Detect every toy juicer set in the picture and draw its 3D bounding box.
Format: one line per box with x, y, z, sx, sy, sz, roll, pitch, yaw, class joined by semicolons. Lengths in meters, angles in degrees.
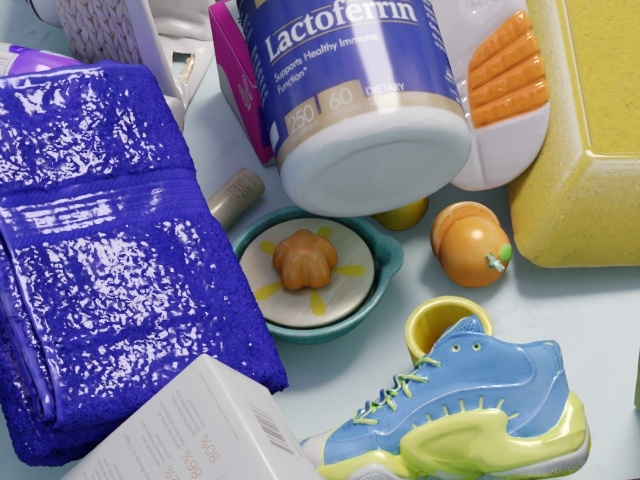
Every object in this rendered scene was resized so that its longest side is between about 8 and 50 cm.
0.000;0.000;1.570;0.329;0.089;0.209;12;54;15;toy juicer set

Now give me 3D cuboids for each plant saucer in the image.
0.318;-0.134;1.634;0.333;0.081;0.333;-1;51;-3;plant saucer

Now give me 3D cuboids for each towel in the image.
-0.174;0.005;1.465;0.227;0.076;0.308;-15;68;-26;towel

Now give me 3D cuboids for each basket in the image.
-0.166;-0.209;1.708;0.103;0.167;0.113;8;52;20;basket

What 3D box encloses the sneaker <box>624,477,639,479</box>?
0.246;0.268;1.326;0.162;0.106;0.281;-12;51;-9;sneaker

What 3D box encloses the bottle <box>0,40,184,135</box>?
-0.259;-0.123;1.674;0.283;0.118;0.092;15;89;17;bottle

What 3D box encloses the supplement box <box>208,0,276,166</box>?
0.025;-0.170;1.690;0.220;0.111;0.114;-20;54;-10;supplement box

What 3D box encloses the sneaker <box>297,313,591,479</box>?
0.078;0.123;1.436;0.240;0.091;0.126;-5;82;1;sneaker

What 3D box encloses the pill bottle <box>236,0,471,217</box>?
0.016;-0.165;1.531;0.153;0.153;0.265;-13;66;-5;pill bottle

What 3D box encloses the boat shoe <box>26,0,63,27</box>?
-0.238;-0.313;1.841;0.119;0.121;0.335;-1;40;14;boat shoe

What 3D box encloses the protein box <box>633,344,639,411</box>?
0.343;0.103;1.385;0.136;0.200;0.201;-26;53;-16;protein box

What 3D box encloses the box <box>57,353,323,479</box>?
-0.095;0.191;1.381;0.170;0.091;0.130;-41;54;11;box

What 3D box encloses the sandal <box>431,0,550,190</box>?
0.133;-0.173;1.603;0.102;0.076;0.265;-6;86;5;sandal
